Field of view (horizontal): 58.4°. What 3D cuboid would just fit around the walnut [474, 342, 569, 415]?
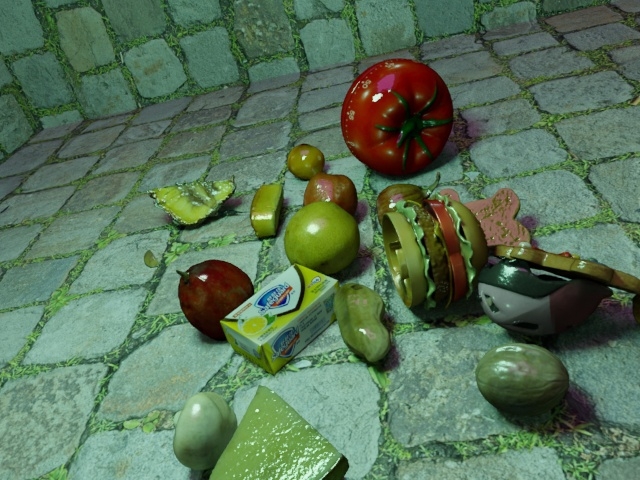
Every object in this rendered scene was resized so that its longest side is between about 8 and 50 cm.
[{"bbox_3d":[0.368,0.254,1.055,0.162,0.140,0.140,13,41,21],"label":"walnut"}]

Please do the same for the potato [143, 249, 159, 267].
[{"bbox_3d":[-0.556,0.056,1.855,0.037,0.036,0.093,-26,34,-22],"label":"potato"}]

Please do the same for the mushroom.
[{"bbox_3d":[-0.234,0.369,1.123,0.122,0.154,0.154,9,39,26],"label":"mushroom"}]

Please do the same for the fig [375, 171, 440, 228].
[{"bbox_3d":[0.247,-0.098,1.632,0.202,0.148,0.149,-32,26,-10],"label":"fig"}]

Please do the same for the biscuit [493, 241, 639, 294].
[{"bbox_3d":[0.496,0.046,1.206,0.205,0.049,0.324,17,-2,-24],"label":"biscuit"}]

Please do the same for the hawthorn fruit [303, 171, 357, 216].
[{"bbox_3d":[0.026,-0.118,1.749,0.189,0.189,0.189,-11,32,7],"label":"hawthorn fruit"}]

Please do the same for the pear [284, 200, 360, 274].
[{"bbox_3d":[0.000,0.000,1.545,0.208,0.209,0.209,-11,32,7],"label":"pear"}]

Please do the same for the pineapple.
[{"bbox_3d":[-0.422,-0.125,2.020,0.334,0.158,0.161,-13,-7,-4],"label":"pineapple"}]

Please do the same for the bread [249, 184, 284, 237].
[{"bbox_3d":[-0.174,-0.100,1.878,0.094,0.102,0.246,-4,35,6],"label":"bread"}]

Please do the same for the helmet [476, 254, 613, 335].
[{"bbox_3d":[0.450,0.128,1.194,0.253,0.154,0.198,23,-1,1],"label":"helmet"}]

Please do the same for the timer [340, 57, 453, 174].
[{"bbox_3d":[0.251,-0.412,1.907,0.377,0.378,0.279,-23,35,-12],"label":"timer"}]

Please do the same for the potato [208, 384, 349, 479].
[{"bbox_3d":[-0.114,0.426,1.023,0.255,0.112,0.269,-36,34,-23],"label":"potato"}]

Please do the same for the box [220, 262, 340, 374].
[{"bbox_3d":[-0.087,0.183,1.396,0.265,0.097,0.168,-36,38,-30],"label":"box"}]

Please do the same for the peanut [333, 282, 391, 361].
[{"bbox_3d":[0.098,0.182,1.307,0.120,0.110,0.236,-3,31,-13],"label":"peanut"}]

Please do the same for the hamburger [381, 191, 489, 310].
[{"bbox_3d":[0.274,0.022,1.335,0.212,0.275,0.274,-14,32,-3],"label":"hamburger"}]

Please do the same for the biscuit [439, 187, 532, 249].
[{"bbox_3d":[0.366,-0.037,1.513,0.339,0.047,0.216,-9,63,8],"label":"biscuit"}]

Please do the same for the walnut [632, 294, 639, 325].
[{"bbox_3d":[0.709,0.151,1.098,0.207,0.116,0.116,18,44,31],"label":"walnut"}]

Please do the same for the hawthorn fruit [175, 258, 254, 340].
[{"bbox_3d":[-0.279,0.137,1.446,0.189,0.251,0.190,-30,37,26],"label":"hawthorn fruit"}]

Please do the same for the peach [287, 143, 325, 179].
[{"bbox_3d":[-0.058,-0.288,2.092,0.138,0.138,0.138,-11,32,7],"label":"peach"}]
